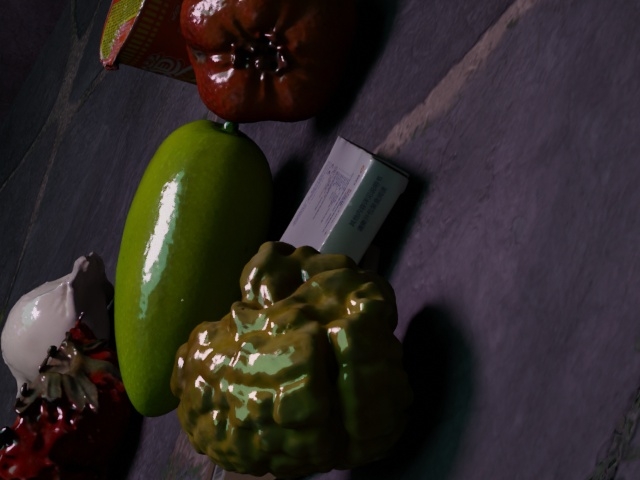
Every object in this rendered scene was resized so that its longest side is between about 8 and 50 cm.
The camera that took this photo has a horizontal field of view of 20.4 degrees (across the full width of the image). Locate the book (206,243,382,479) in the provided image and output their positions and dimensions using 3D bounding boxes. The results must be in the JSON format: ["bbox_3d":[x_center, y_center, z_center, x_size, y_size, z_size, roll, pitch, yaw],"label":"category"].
[{"bbox_3d":[-0.034,0.150,1.767,0.310,0.021,0.217,-38,35,56],"label":"book"}]

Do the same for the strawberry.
[{"bbox_3d":[-0.330,0.266,2.268,0.280,0.150,0.253,-64,-1,20],"label":"strawberry"}]

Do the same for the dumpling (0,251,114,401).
[{"bbox_3d":[-0.361,0.127,2.521,0.258,0.147,0.193,-68,-13,19],"label":"dumpling"}]

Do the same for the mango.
[{"bbox_3d":[-0.153,0.032,2.007,0.192,0.156,0.343,168,120,-71],"label":"mango"}]

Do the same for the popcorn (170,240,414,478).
[{"bbox_3d":[-0.024,0.100,1.513,0.226,0.200,0.203,154,114,-77],"label":"popcorn"}]

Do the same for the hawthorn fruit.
[{"bbox_3d":[-0.055,-0.249,1.999,0.207,0.207,0.243,-58,10,28],"label":"hawthorn fruit"}]

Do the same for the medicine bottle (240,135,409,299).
[{"bbox_3d":[0.000,0.000,1.729,0.201,0.052,0.171,-59,14,2],"label":"medicine bottle"}]

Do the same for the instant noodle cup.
[{"bbox_3d":[-0.143,-0.264,2.209,0.193,0.212,0.193,-53,25,37],"label":"instant noodle cup"}]
